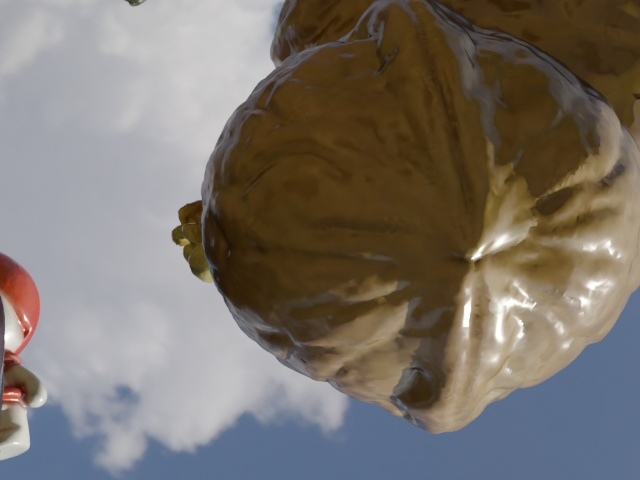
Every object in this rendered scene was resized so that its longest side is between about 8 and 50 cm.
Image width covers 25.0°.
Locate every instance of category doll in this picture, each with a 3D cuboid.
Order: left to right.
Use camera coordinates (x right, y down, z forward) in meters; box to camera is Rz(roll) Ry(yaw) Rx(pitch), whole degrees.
[{"bbox_3d":[-0.343,0.069,1.349,0.161,0.130,0.290,-18,-111,1],"label":"doll"}]

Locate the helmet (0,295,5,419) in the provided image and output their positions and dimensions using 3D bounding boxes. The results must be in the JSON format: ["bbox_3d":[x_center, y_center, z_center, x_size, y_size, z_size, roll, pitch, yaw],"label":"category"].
[{"bbox_3d":[-0.317,0.077,0.838,0.225,0.177,0.305,43,-128,13],"label":"helmet"}]

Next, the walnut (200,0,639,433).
[{"bbox_3d":[0.051,-0.012,0.713,0.228,0.228,0.228,-14,-128,19],"label":"walnut"}]

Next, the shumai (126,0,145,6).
[{"bbox_3d":[-0.212,-0.309,1.598,0.083,0.080,0.082,-58,-173,-6],"label":"shumai"}]

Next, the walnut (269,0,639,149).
[{"bbox_3d":[0.129,-0.140,1.009,0.333,0.333,0.332,-14,-128,19],"label":"walnut"}]

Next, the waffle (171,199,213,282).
[{"bbox_3d":[0.002,-0.001,1.213,0.282,0.301,0.058,4,-83,11],"label":"waffle"}]
